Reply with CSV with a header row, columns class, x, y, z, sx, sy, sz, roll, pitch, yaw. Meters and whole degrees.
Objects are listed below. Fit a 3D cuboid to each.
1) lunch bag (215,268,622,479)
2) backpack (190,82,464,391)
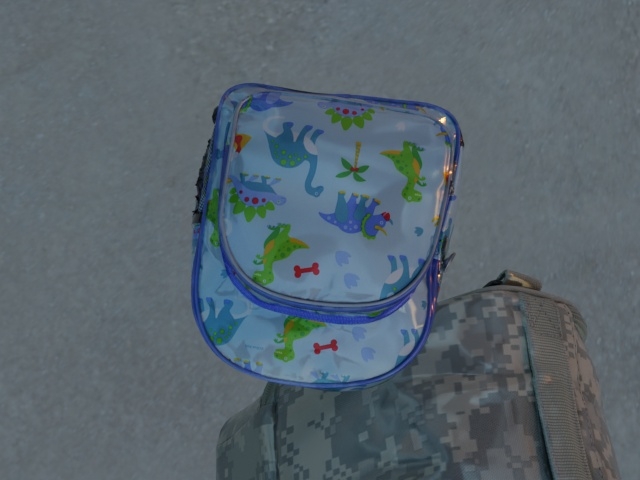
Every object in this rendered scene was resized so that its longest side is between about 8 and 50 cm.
class,x,y,z,sx,sy,sz,roll,pitch,yaw
lunch bag,0.077,0.201,0.569,0.213,0.305,0.256,13,144,-24
backpack,0.000,0.000,0.371,0.105,0.084,0.114,8,82,0
